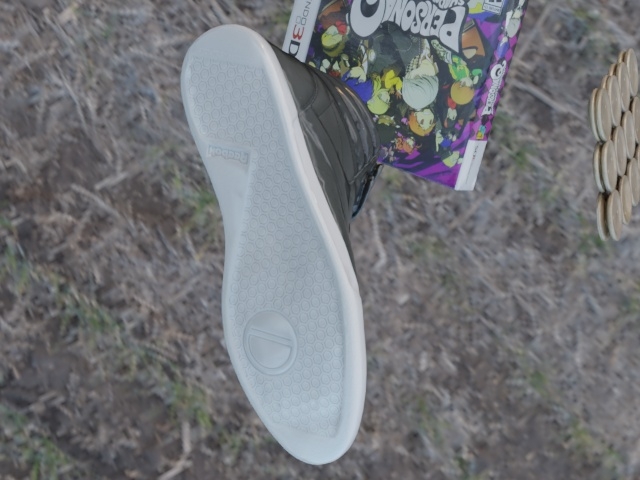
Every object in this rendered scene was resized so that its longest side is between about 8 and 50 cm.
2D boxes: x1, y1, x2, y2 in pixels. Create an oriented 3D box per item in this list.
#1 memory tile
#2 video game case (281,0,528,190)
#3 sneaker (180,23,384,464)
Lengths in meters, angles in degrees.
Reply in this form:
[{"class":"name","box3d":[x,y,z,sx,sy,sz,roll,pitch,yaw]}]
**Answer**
[{"class":"memory tile","box3d":[0.217,-0.071,0.995,0.012,0.148,0.113,-3,110,24]},{"class":"video game case","box3d":[0.069,-0.181,1.297,0.042,0.232,0.210,-5,114,-57]},{"class":"sneaker","box3d":[0.000,0.000,0.942,0.147,0.105,0.295,-2,77,-60]}]
